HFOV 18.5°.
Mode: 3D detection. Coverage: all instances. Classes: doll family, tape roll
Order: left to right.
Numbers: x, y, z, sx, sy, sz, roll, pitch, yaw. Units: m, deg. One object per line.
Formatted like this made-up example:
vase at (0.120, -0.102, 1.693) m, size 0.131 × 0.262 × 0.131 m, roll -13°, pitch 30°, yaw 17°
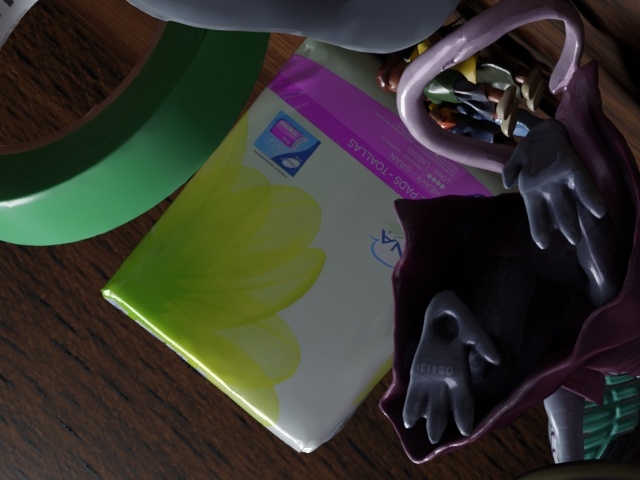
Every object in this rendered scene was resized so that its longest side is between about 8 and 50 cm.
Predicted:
tape roll at (-0.194, -0.154, 1.535) m, size 0.321 × 0.321 × 0.077 m, roll 36°, pitch 176°, yaw 40°
doll family at (0.095, -0.094, 1.312) m, size 0.111 × 0.076 × 0.193 m, roll 17°, pitch 162°, yaw 21°

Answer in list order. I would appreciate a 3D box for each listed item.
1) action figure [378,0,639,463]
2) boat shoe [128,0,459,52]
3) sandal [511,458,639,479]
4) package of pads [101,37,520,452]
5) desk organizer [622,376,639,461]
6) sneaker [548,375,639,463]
action figure at (0.170, 0.031, 1.226) m, size 0.370 × 0.248 × 0.276 m, roll 3°, pitch -115°, yaw -56°
boat shoe at (-0.040, -0.184, 1.071) m, size 0.306 × 0.113 × 0.105 m, roll 3°, pitch -142°, yaw -49°
sandal at (0.123, 0.196, 1.176) m, size 0.120 × 0.302 × 0.086 m, roll 25°, pitch -129°, yaw -52°
package of pads at (0.000, 0.000, 1.620) m, size 0.229 × 0.296 × 0.101 m, roll 40°, pitch -175°, yaw -2°
desk organizer at (0.302, 0.162, 1.818) m, size 0.047 × 0.130 × 0.050 m, roll 36°, pitch 177°, yaw 33°
sneaker at (0.232, 0.107, 1.757) m, size 0.098 × 0.083 × 0.224 m, roll -127°, pitch 33°, yaw -56°
